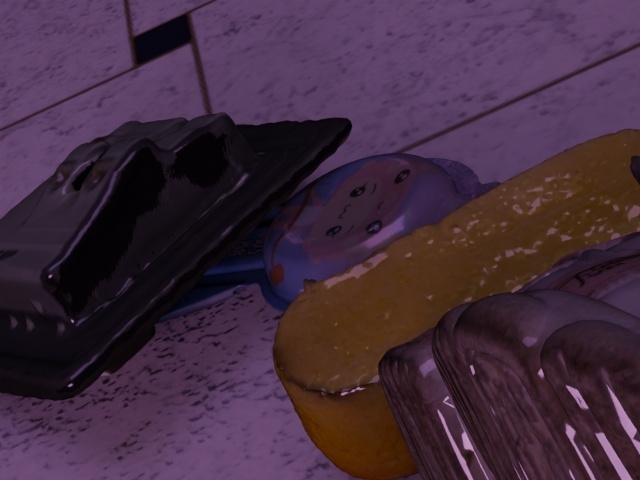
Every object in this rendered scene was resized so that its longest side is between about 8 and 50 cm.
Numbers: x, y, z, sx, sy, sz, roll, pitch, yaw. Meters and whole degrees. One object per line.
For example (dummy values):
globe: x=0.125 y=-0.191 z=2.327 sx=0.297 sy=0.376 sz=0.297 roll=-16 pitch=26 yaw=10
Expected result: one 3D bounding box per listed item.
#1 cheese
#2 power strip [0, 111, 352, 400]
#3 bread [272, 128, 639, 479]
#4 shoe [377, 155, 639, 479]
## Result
cheese: x=0.000 y=0.000 z=0.929 sx=0.245 sy=0.052 sz=0.135 roll=-8 pitch=37 yaw=39
power strip: x=-0.138 y=-0.011 z=0.979 sx=0.251 sy=0.092 sz=0.257 roll=-51 pitch=27 yaw=-22
bread: x=0.098 y=0.036 z=0.785 sx=0.246 sy=0.094 sz=0.102 roll=-28 pitch=36 yaw=0
shoe: x=0.150 y=0.056 z=0.583 sx=0.198 sy=0.171 sz=0.351 roll=-28 pitch=6 yaw=-10
